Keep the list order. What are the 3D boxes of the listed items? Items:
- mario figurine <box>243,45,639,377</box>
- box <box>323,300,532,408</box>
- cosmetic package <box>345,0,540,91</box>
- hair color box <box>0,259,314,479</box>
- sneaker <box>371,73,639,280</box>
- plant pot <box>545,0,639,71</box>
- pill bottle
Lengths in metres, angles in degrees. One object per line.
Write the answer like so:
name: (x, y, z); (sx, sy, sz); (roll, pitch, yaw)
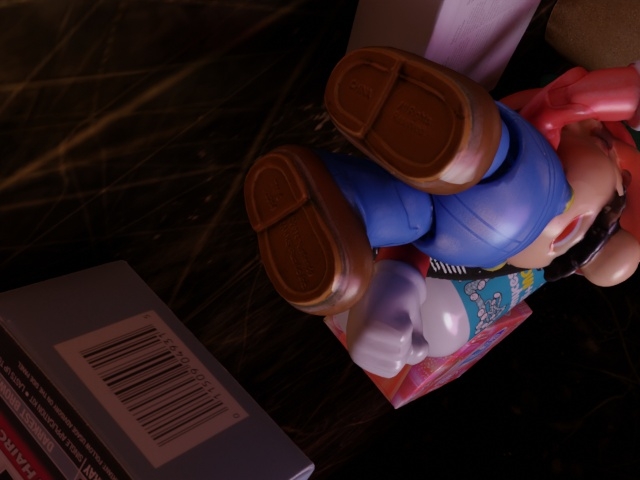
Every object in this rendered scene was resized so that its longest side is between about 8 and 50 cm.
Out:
mario figurine: (0.120, -0.015, 0.507); (0.198, 0.170, 0.320); (-7, 179, 37)
box: (0.152, 0.097, 1.177); (0.154, 0.142, 0.300); (-45, 163, 16)
cosmetic package: (0.076, -0.147, 0.483); (0.099, 0.060, 0.239); (-34, 164, -21)
hair color box: (-0.178, 0.216, 0.597); (0.113, 0.185, 0.374); (-19, 146, -52)
sneaker: (0.175, -0.069, 0.828); (0.295, 0.178, 0.124); (-5, 127, 8)
plant pot: (0.360, -0.162, 0.734); (0.237, 0.254, 0.237); (-37, 164, -13)
pill bottle: (0.142, 0.024, 0.948); (0.264, 0.146, 0.146); (-34, 163, -19)
